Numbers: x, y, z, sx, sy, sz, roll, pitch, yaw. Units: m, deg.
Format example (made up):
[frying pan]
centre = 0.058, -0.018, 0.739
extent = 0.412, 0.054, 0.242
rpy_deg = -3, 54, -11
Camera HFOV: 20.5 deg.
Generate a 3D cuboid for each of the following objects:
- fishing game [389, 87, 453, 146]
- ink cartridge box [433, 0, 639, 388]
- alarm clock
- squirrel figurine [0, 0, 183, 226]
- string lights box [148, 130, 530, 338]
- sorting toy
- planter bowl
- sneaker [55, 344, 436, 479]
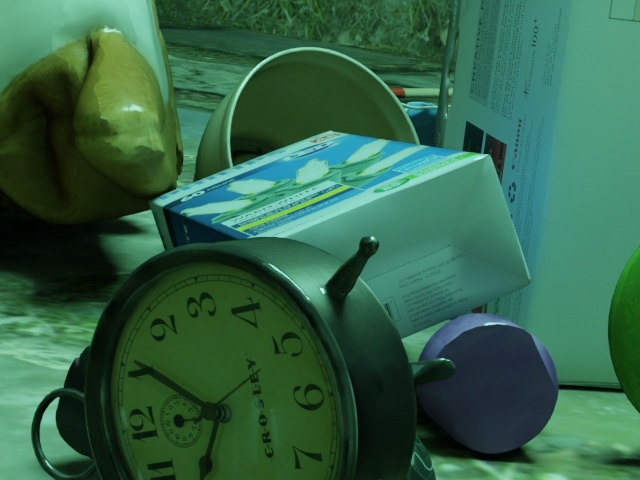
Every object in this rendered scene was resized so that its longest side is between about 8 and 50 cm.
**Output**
[fishing game]
centre = 0.016, -0.084, 1.442
extent = 0.189, 0.041, 0.264
rpy_deg = -3, -16, -34
[ink cartridge box]
centre = 0.166, -0.090, 1.121
extent = 0.130, 0.309, 0.272
rpy_deg = 4, 11, -11
[alarm clock]
centre = -0.041, 0.067, 0.690
extent = 0.192, 0.129, 0.064
rpy_deg = -12, -2, 33
[squirrel figurine]
centre = -0.294, -0.107, 1.232
extent = 0.370, 0.281, 0.397
rpy_deg = -10, -14, -1
[string lights box]
centre = 0.000, 0.000, 1.005
extent = 0.133, 0.076, 0.260
rpy_deg = -22, 13, -15
[sorting toy]
centre = 0.221, 0.032, 0.937
extent = 0.366, 0.127, 0.126
rpy_deg = -13, 8, -6
[planter bowl]
centre = -0.023, -0.041, 1.232
extent = 0.162, 0.162, 0.109
rpy_deg = -1, -13, -35
[sneaker]
centre = -0.023, 0.081, 0.768
extent = 0.178, 0.072, 0.077
rpy_deg = 19, 5, 30
